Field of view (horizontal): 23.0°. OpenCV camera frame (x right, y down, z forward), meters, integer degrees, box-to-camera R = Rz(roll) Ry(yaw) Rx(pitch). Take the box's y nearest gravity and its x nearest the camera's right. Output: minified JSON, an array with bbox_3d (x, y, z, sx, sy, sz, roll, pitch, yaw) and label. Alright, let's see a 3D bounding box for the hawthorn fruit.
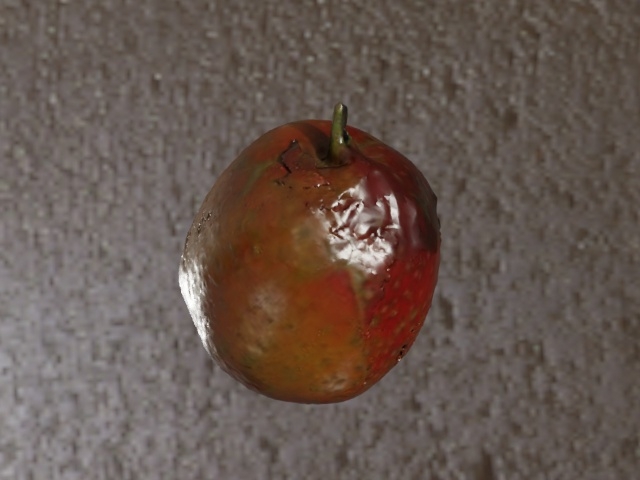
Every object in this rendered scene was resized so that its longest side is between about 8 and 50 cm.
[{"bbox_3d":[0.000,0.005,0.419,0.077,0.077,0.077,1,91,53],"label":"hawthorn fruit"}]
